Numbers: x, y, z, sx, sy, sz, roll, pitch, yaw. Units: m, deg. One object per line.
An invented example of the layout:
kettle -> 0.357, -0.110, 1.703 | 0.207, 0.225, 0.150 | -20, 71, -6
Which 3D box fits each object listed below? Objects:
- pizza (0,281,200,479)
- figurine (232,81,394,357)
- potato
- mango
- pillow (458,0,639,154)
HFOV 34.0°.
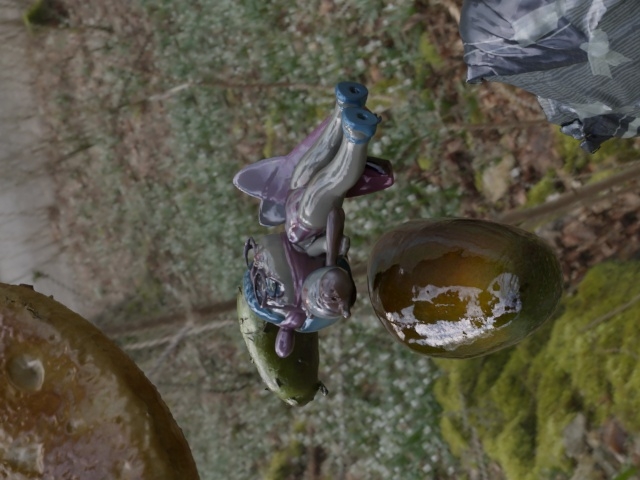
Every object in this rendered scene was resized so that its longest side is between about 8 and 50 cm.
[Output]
pizza -> -0.281, 0.179, 0.932 | 0.408, 0.114, 0.278 | 15, 88, 26
figurine -> 0.009, -0.005, 0.901 | 0.205, 0.102, 0.260 | 62, 143, 38
potato -> -0.054, 0.138, 1.503 | 0.090, 0.117, 0.226 | 17, 127, 61
mango -> 0.121, 0.042, 0.925 | 0.111, 0.133, 0.267 | 51, 164, -19
pillow -> 0.208, -0.176, 0.499 | 0.335, 0.161, 0.093 | -50, 34, 33
